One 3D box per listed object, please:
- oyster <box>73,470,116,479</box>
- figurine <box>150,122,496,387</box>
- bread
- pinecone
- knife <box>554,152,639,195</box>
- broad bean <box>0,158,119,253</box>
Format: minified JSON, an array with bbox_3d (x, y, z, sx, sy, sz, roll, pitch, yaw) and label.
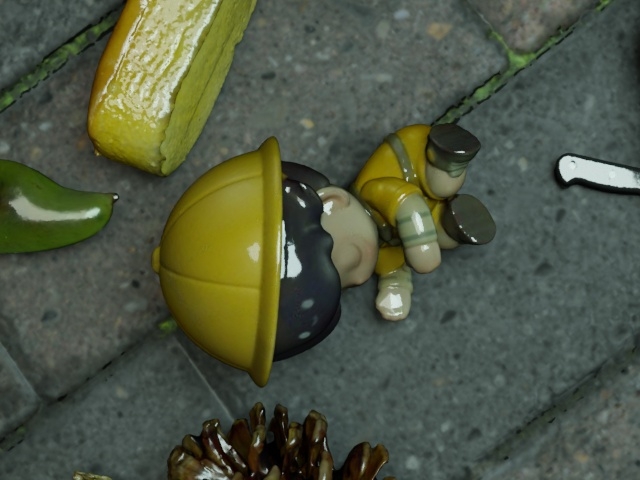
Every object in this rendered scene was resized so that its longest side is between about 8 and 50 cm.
[{"bbox_3d":[-0.162,0.221,0.906,0.051,0.034,0.093,-28,95,17],"label":"oyster"},{"bbox_3d":[-0.003,-0.003,0.853,0.257,0.192,0.167,-26,55,-22],"label":"figurine"},{"bbox_3d":[-0.119,-0.175,0.905,0.094,0.102,0.245,24,88,4],"label":"bread"},{"bbox_3d":[-0.031,0.214,0.840,0.195,0.150,0.179,32,94,9],"label":"pinecone"},{"bbox_3d":[0.309,-0.016,0.902,0.245,0.019,0.072,14,87,3],"label":"knife"},{"bbox_3d":[-0.330,-0.026,0.928,0.325,0.067,0.075,-2,55,6],"label":"broad bean"}]
